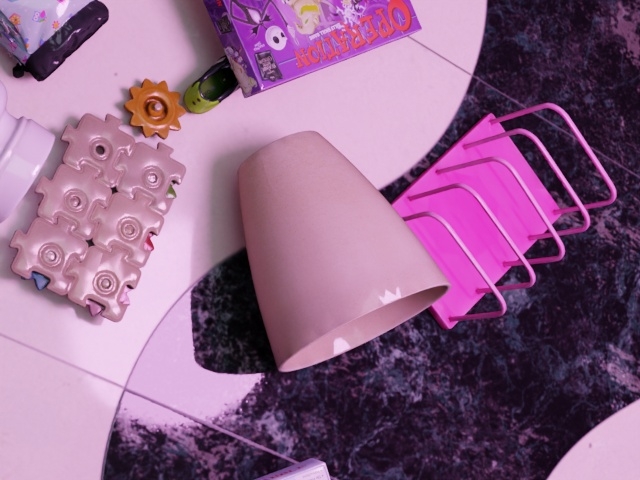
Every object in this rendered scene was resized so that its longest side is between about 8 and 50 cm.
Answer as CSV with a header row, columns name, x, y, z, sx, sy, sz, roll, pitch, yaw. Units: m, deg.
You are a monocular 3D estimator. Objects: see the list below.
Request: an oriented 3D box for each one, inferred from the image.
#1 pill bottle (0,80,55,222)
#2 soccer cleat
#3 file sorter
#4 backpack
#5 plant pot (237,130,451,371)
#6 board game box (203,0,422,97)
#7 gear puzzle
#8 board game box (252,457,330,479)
name,x,y,z,sx,sy,sz,roll,pitch,yaw
pill bottle,-0.484,-0.155,1.443,0.318,0.176,0.176,33,70,-20
soccer cleat,-0.117,-0.240,1.700,0.060,0.072,0.179,49,65,-13
file sorter,0.263,-0.042,1.807,0.290,0.182,0.202,-43,103,-25
backpack,-0.372,-0.314,1.557,0.182,0.115,0.152,47,68,-11
plant pot,0.000,0.000,1.653,0.256,0.256,0.274,-21,77,-28
board game box,-0.014,-0.349,1.743,0.347,0.056,0.208,-28,101,-40
gear puzzle,-0.279,-0.072,1.617,0.175,0.044,0.339,28,69,-19
board game box,-0.099,0.487,1.585,0.318,0.066,0.318,-17,91,-17
